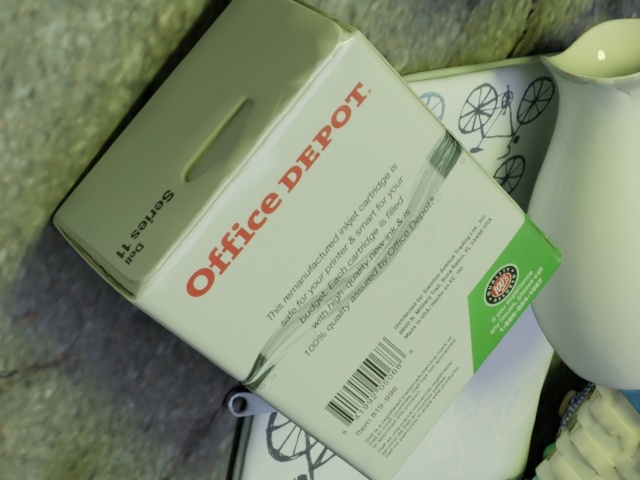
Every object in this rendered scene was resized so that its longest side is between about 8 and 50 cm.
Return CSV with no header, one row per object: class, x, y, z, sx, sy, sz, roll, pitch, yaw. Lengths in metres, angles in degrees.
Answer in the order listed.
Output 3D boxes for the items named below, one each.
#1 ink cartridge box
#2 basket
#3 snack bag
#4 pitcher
ink cartridge box,0.000,0.000,0.772,0.153,0.087,0.208,-50,134,-4
basket,0.291,0.147,1.161,0.289,0.201,0.255,-38,159,11
snack bag,0.071,0.051,0.988,0.323,0.037,0.342,-14,125,-47
pitcher,0.190,-0.034,0.961,0.178,0.125,0.207,-44,134,-51
